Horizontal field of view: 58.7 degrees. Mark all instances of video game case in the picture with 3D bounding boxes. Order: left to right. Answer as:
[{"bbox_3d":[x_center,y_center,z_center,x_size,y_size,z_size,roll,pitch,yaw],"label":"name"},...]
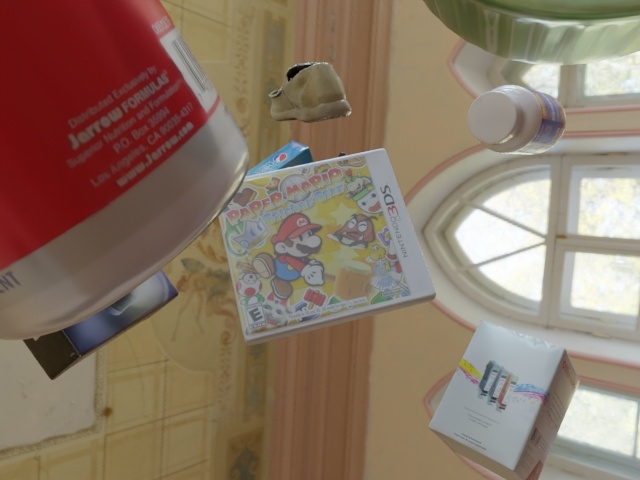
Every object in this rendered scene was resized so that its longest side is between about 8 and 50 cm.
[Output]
[{"bbox_3d":[0.000,0.000,0.685,0.026,0.227,0.206,94,161,-67],"label":"video game case"}]

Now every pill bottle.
[{"bbox_3d":[-0.237,-0.156,0.331,0.229,0.229,0.408,-51,-58,-34],"label":"pill bottle"},{"bbox_3d":[0.450,-0.277,1.313,0.272,0.152,0.152,-9,-78,-50],"label":"pill bottle"}]

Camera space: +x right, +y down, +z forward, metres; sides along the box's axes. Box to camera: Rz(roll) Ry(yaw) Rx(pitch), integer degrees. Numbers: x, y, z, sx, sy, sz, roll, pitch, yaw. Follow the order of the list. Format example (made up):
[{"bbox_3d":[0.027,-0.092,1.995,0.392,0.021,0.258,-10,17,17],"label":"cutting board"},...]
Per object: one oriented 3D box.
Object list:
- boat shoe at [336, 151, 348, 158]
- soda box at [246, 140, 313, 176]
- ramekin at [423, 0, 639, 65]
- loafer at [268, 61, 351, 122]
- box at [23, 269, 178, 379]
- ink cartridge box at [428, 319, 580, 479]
[{"bbox_3d":[0.091,-0.178,1.365,0.125,0.046,0.038,18,-81,-28],"label":"boat shoe"},{"bbox_3d":[-0.114,-0.152,1.374,0.210,0.067,0.071,-38,-47,-20],"label":"soda box"},{"bbox_3d":[0.177,-0.268,0.373,0.148,0.303,0.303,9,-92,-75],"label":"ramekin"},{"bbox_3d":[-0.021,-0.250,0.956,0.102,0.268,0.092,-11,-74,-19],"label":"loafer"},{"bbox_3d":[-0.543,0.097,1.299,0.296,0.182,0.294,55,-142,-2],"label":"box"},{"bbox_3d":[0.260,0.227,0.794,0.176,0.127,0.128,-57,-43,-16],"label":"ink cartridge box"}]
